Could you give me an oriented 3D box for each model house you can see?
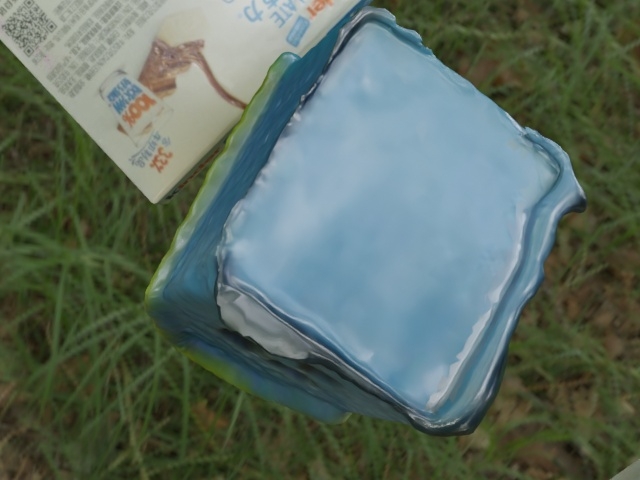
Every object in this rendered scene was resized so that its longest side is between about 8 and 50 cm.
[{"bbox_3d":[0.000,0.000,1.006,0.215,0.303,0.237,35,73,-20],"label":"model house"}]

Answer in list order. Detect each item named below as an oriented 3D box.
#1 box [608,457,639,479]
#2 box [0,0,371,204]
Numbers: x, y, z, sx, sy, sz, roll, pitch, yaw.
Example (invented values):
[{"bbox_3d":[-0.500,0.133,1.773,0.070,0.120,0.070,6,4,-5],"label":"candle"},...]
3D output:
[{"bbox_3d":[0.121,0.193,0.751,0.029,0.198,0.109,46,12,10],"label":"box"},{"bbox_3d":[-0.129,-0.215,1.144,0.273,0.048,0.265,-43,83,7],"label":"box"}]
